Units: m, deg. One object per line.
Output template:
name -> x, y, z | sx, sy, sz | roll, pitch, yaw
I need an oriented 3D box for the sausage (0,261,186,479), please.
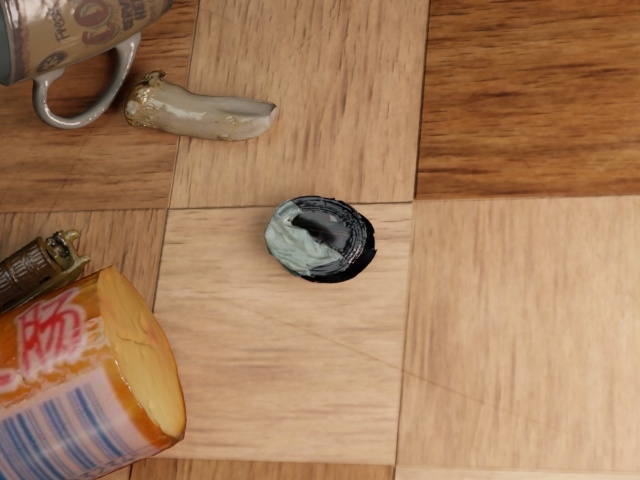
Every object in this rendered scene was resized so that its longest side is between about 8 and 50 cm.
sausage -> -0.332, 0.190, 1.580 | 0.287, 0.233, 0.233 | -24, 63, 8

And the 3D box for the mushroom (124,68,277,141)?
mushroom -> -0.156, -0.172, 1.770 | 0.209, 0.071, 0.084 | 12, 43, 19

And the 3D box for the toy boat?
toy boat -> -0.404, 0.062, 1.737 | 0.226, 0.088, 0.068 | -32, 63, 2

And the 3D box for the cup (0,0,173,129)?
cup -> -0.326, -0.307, 1.805 | 0.257, 0.227, 0.301 | -16, 104, -21

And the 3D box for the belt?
belt -> 0.000, 0.000, 1.652 | 0.140, 0.058, 0.105 | 12, 78, 18
